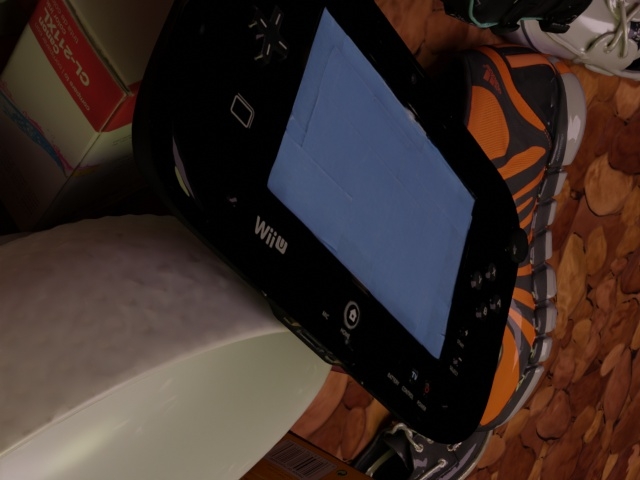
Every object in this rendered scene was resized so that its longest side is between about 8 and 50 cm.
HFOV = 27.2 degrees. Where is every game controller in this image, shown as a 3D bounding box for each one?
[{"bbox_3d":[0.021,-0.022,0.660,0.319,0.067,0.166,45,44,-46],"label":"game controller"}]

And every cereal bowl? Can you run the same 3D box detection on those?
[{"bbox_3d":[-0.165,0.100,0.715,0.339,0.141,0.339,-34,161,-14],"label":"cereal bowl"}]

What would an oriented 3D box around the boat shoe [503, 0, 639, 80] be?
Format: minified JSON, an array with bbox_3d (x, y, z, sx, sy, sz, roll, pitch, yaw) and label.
[{"bbox_3d":[0.246,-0.189,1.127,0.258,0.084,0.095,-1,111,-50],"label":"boat shoe"}]

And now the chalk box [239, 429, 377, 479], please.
[{"bbox_3d":[-0.048,0.268,1.001,0.132,0.132,0.213,-21,124,-42],"label":"chalk box"}]

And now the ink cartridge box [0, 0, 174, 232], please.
[{"bbox_3d":[-0.102,-0.085,0.712,0.127,0.072,0.175,-30,174,-36],"label":"ink cartridge box"}]

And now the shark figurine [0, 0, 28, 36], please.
[{"bbox_3d":[-0.121,-0.200,0.660,0.278,0.116,0.166,-69,157,-13],"label":"shark figurine"}]

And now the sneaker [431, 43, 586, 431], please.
[{"bbox_3d":[0.101,0.000,1.054,0.180,0.125,0.321,-1,100,-45],"label":"sneaker"}]

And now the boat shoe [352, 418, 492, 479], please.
[{"bbox_3d":[0.080,0.189,1.155,0.206,0.075,0.065,-47,143,-14],"label":"boat shoe"}]

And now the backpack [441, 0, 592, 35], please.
[{"bbox_3d":[0.148,-0.255,0.917,0.166,0.144,0.188,-9,140,-45],"label":"backpack"}]

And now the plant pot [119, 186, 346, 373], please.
[{"bbox_3d":[0.000,0.000,0.868,0.201,0.180,0.201,-27,129,-39],"label":"plant pot"}]
